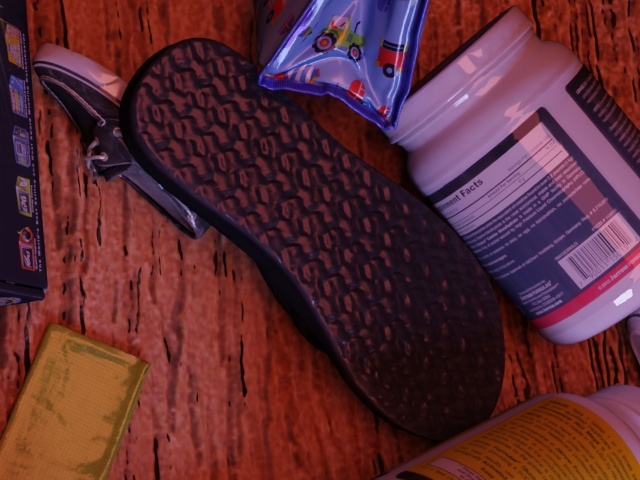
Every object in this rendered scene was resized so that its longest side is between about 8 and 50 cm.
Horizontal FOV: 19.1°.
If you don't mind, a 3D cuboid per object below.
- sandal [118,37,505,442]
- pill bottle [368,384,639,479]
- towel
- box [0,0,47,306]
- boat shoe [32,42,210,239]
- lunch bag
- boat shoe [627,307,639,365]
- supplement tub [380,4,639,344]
[{"bbox_3d":[0.001,-0.003,1.700,0.446,0.107,0.167,47,72,-12],"label":"sandal"},{"bbox_3d":[0.177,0.244,1.646,0.334,0.188,0.188,-21,88,-39],"label":"pill bottle"},{"bbox_3d":[-0.235,0.197,1.654,0.102,0.021,0.237,24,75,-12],"label":"towel"},{"bbox_3d":[-0.334,-0.152,1.530,0.097,0.318,0.395,-7,81,16],"label":"box"},{"bbox_3d":[-0.175,-0.087,1.687,0.219,0.078,0.070,39,72,-9],"label":"boat shoe"},{"bbox_3d":[0.054,-0.283,1.640,0.138,0.221,0.293,18,117,-13],"label":"lunch bag"},{"bbox_3d":[0.356,0.185,1.787,0.088,0.096,0.267,-30,89,-18],"label":"boat shoe"},{"bbox_3d":[0.202,-0.058,1.733,0.191,0.191,0.272,-42,94,-18],"label":"supplement tub"}]
